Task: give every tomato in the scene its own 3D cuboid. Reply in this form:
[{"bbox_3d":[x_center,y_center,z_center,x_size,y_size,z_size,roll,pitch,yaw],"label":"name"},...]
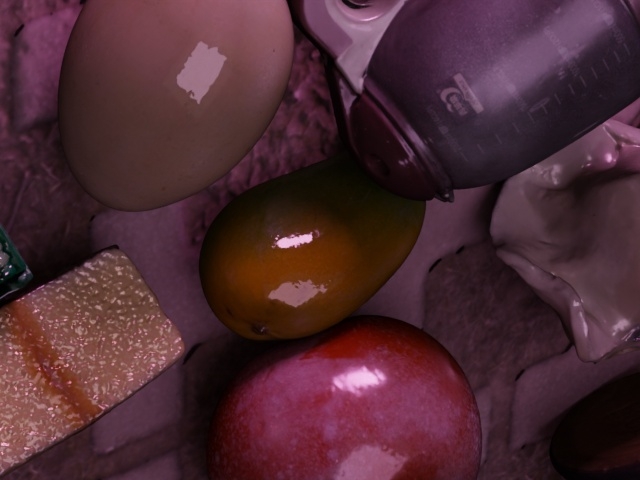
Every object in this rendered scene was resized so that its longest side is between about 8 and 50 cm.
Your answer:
[{"bbox_3d":[0.031,0.211,1.638,0.270,0.227,0.270,-20,141,-17],"label":"tomato"}]

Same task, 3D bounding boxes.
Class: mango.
[{"bbox_3d":[0.000,0.000,1.616,0.251,0.156,0.114,-29,142,-26],"label":"mango"}]

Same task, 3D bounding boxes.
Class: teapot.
[{"bbox_3d":[0.132,-0.198,1.534,0.312,0.233,0.315,-39,115,-5],"label":"teapot"}]

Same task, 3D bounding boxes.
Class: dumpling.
[{"bbox_3d":[0.309,-0.013,1.761,0.318,0.187,0.243,-39,81,-29],"label":"dumpling"}]

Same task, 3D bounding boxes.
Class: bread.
[{"bbox_3d":[-0.263,0.122,1.551,0.240,0.178,0.135,-32,91,-22],"label":"bread"}]

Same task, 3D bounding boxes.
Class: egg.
[{"bbox_3d":[-0.129,-0.141,1.477,0.189,0.188,0.253,23,106,-29],"label":"egg"}]

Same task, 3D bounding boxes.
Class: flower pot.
[{"bbox_3d":[0.384,0.295,1.842,0.267,0.266,0.267,-31,107,-11],"label":"flower pot"}]

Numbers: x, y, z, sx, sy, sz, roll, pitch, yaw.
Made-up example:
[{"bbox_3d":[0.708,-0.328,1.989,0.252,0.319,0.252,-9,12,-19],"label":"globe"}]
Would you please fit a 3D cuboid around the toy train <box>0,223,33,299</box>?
[{"bbox_3d":[-0.354,-0.044,1.430,0.115,0.154,0.269,-32,118,-8],"label":"toy train"}]
